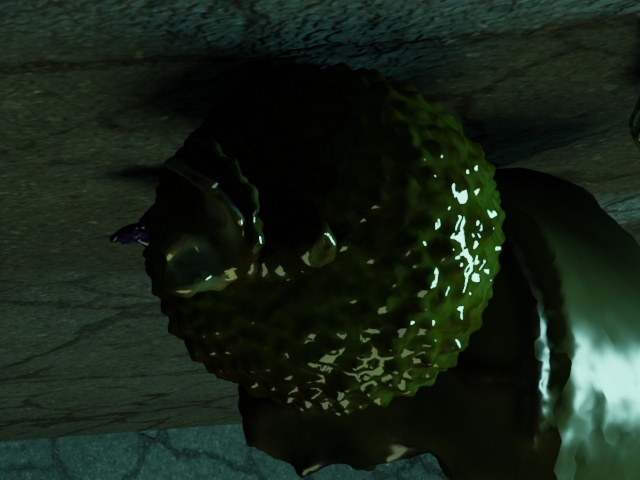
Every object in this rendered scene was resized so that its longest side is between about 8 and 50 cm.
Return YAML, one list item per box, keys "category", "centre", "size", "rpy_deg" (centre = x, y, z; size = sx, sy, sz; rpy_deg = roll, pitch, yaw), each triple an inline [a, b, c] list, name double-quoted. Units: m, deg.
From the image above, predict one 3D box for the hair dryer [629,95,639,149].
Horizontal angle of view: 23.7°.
- category: "hair dryer"
  centre: [0.328, -0.133, 1.190]
  size: [0.225, 0.088, 0.219]
  rpy_deg: [-31, 155, 28]

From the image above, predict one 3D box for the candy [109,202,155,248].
- category: "candy"
  centre: [-0.038, -0.040, 1.330]
  size: [0.275, 0.070, 0.145]
  rpy_deg: [-20, 172, 16]

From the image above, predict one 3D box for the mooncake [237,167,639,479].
- category: "mooncake"
  centre: [0.117, 0.122, 1.426]
  size: [0.246, 0.393, 0.394]
  rpy_deg: [5, 140, -46]

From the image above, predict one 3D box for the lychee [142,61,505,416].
- category: "lychee"
  centre: [0.004, -0.001, 1.110]
  size: [0.269, 0.270, 0.320]
  rpy_deg: [-10, -163, 5]
